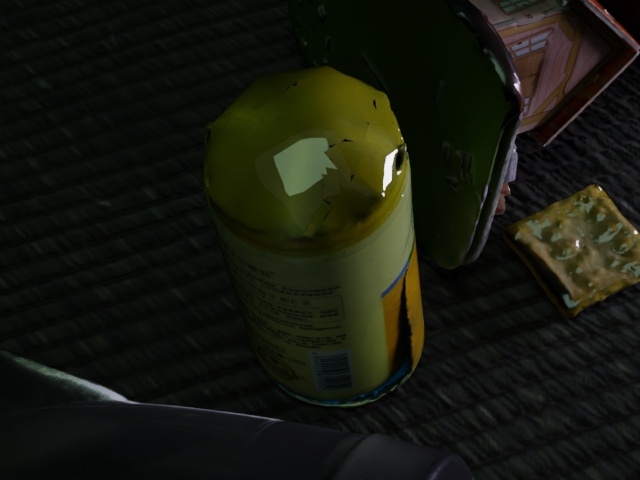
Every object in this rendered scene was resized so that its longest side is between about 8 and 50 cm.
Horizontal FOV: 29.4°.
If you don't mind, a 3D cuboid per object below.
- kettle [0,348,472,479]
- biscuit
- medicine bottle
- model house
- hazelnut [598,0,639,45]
[{"bbox_3d":[-0.108,0.232,0.633,0.324,0.228,0.321,8,89,19],"label":"kettle"},{"bbox_3d":[0.179,0.006,0.835,0.081,0.018,0.083,-27,58,-10],"label":"biscuit"},{"bbox_3d":[0.000,0.000,0.733,0.124,0.239,0.124,-2,58,4],"label":"medicine bottle"},{"bbox_3d":[0.102,-0.148,0.852,0.154,0.207,0.294,-18,54,-18],"label":"model house"},{"bbox_3d":[0.264,-0.236,0.869,0.229,0.229,0.229,-4,56,6],"label":"hazelnut"}]
